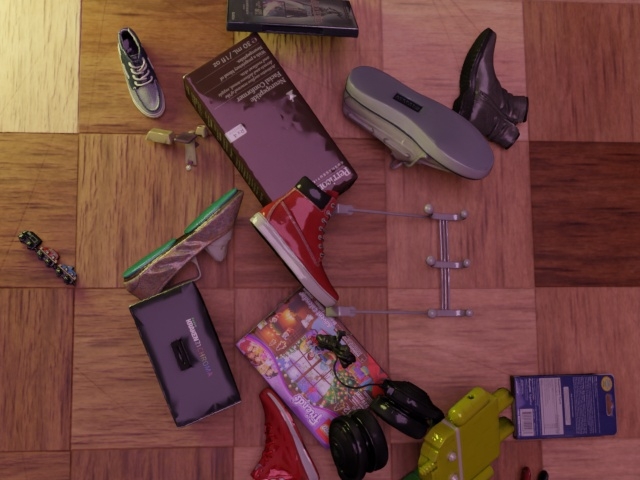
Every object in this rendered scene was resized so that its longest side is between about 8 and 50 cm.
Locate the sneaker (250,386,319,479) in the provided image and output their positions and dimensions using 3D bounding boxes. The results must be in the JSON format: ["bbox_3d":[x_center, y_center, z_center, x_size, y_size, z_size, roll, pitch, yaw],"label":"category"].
[{"bbox_3d":[-0.102,0.424,1.763,0.128,0.087,0.221,-27,85,-10],"label":"sneaker"}]

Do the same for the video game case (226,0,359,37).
[{"bbox_3d":[-0.064,-0.485,1.845,0.274,0.196,0.026,1,122,-6],"label":"video game case"}]

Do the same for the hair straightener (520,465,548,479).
[{"bbox_3d":[0.458,0.601,1.818,0.089,0.047,0.230,10,82,-4],"label":"hair straightener"}]

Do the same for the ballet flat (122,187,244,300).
[{"bbox_3d":[-0.265,0.020,1.800,0.316,0.107,0.106,-38,104,-3],"label":"ballet flat"}]

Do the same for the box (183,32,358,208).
[{"bbox_3d":[-0.110,-0.225,1.820,0.191,0.143,0.381,-35,89,-9],"label":"box"}]

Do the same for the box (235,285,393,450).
[{"bbox_3d":[-0.011,0.263,1.806,0.201,0.057,0.293,-41,89,-9],"label":"box"}]

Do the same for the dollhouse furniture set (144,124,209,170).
[{"bbox_3d":[-0.312,-0.204,1.860,0.114,0.091,0.081,12,123,17],"label":"dollhouse furniture set"}]

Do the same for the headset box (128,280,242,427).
[{"bbox_3d":[-0.257,0.221,1.672,0.131,0.283,0.246,-22,86,-9],"label":"headset box"}]

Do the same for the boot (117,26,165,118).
[{"bbox_3d":[-0.388,-0.356,1.831,0.069,0.086,0.190,-25,86,-9],"label":"boot"}]

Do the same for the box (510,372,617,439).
[{"bbox_3d":[0.528,0.359,1.862,0.225,0.036,0.136,-1,83,-5],"label":"box"}]

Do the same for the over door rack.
[{"bbox_3d":[0.173,0.046,1.803,0.324,0.108,0.239,2,82,-18],"label":"over door rack"}]

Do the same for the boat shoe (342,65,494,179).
[{"bbox_3d":[0.195,-0.217,1.852,0.367,0.156,0.136,33,52,10],"label":"boat shoe"}]

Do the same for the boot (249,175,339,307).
[{"bbox_3d":[0.000,0.000,1.715,0.176,0.088,0.244,-38,101,-8],"label":"boot"}]

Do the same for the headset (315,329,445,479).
[{"bbox_3d":[0.108,0.359,1.734,0.243,0.185,0.394,-35,120,-15],"label":"headset"}]

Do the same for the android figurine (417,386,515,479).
[{"bbox_3d":[0.297,0.418,1.752,0.273,0.056,0.248,-29,126,-32],"label":"android figurine"}]

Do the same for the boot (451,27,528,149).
[{"bbox_3d":[0.394,-0.338,1.927,0.161,0.083,0.246,17,87,-11],"label":"boot"}]

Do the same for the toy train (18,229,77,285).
[{"bbox_3d":[-0.565,0.035,1.793,0.158,0.027,0.036,43,70,1],"label":"toy train"}]
